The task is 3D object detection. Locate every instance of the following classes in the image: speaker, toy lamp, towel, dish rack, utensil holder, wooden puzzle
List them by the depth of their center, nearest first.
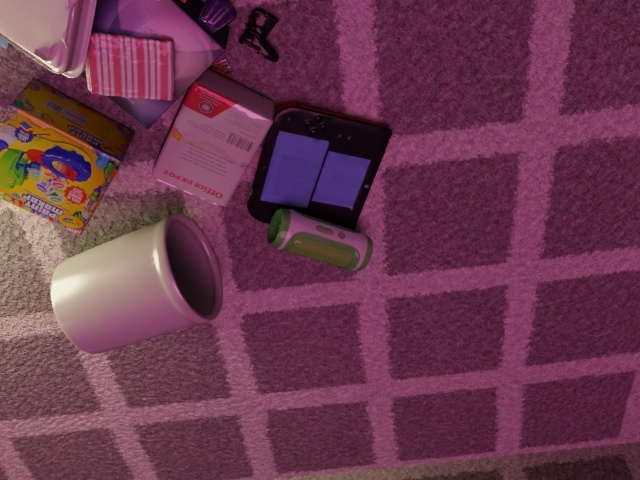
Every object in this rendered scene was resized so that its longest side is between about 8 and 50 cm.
[{"bbox_3d":[-0.635,-0.533,1.388,0.332,0.072,0.286,34,123,11],"label":"dish rack"},{"bbox_3d":[-0.174,-0.589,1.464,0.080,0.080,0.275,39,82,-26],"label":"toy lamp"},{"bbox_3d":[-0.434,-0.398,1.476,0.197,0.029,0.144,4,126,-9],"label":"towel"},{"bbox_3d":[-0.257,-0.445,1.684,0.049,0.006,0.083,-17,125,9],"label":"wooden puzzle"},{"bbox_3d":[0.000,0.000,1.889,0.296,0.131,0.131,17,123,-22],"label":"speaker"},{"bbox_3d":[-0.530,0.137,1.895,0.385,0.328,0.328,-20,124,14],"label":"utensil holder"}]

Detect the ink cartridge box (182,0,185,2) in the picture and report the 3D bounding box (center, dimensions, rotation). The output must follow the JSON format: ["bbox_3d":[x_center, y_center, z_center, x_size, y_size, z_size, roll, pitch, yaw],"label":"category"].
[{"bbox_3d":[-0.326,-0.595,1.378,0.231,0.134,0.078,29,118,-23],"label":"ink cartridge box"}]

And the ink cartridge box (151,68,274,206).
[{"bbox_3d":[-0.288,-0.273,1.727,0.226,0.131,0.306,24,124,-19],"label":"ink cartridge box"}]

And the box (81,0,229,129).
[{"bbox_3d":[-0.425,-0.485,1.542,0.294,0.183,0.296,-39,119,21],"label":"box"}]

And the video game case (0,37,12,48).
[{"bbox_3d":[-0.807,-0.622,1.496,0.269,0.061,0.244,28,121,-21],"label":"video game case"}]

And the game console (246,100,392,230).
[{"bbox_3d":[-0.012,-0.192,1.847,0.341,0.060,0.387,13,124,-11],"label":"game console"}]

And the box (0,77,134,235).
[{"bbox_3d":[-0.699,-0.217,1.720,0.289,0.177,0.279,27,121,-20],"label":"box"}]

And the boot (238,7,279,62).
[{"bbox_3d":[-0.138,-0.516,1.621,0.121,0.045,0.099,25,114,-22],"label":"boot"}]
